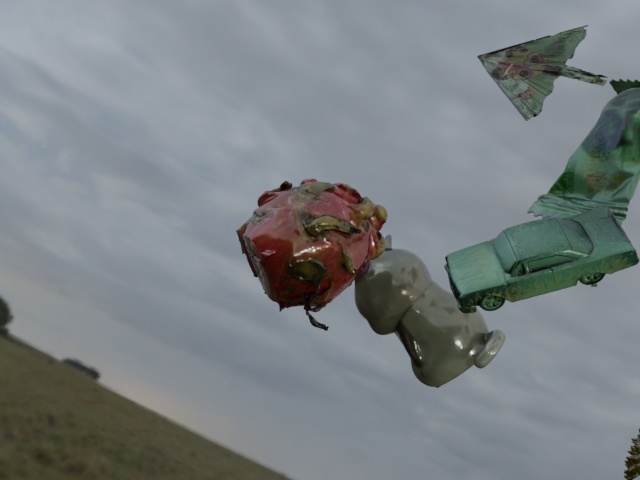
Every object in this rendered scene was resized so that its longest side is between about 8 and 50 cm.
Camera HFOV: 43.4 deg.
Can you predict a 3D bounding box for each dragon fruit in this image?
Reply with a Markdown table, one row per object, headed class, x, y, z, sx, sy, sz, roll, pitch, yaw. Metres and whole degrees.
| class | x | y | z | sx | sy | sz | roll | pitch | yaw |
| --- | --- | --- | --- | --- | --- | --- | --- | --- | --- |
| dragon fruit | 0.000 | 0.000 | 1.623 | 0.269 | 0.291 | 0.250 | 40 | -32 | 60 |

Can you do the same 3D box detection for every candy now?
| class | x | y | z | sx | sy | sz | roll | pitch | yaw |
| --- | --- | --- | --- | --- | --- | --- | --- | --- | --- |
| candy | 0.643 | -0.184 | 1.762 | 0.172 | 0.398 | 0.263 | 46 | -15 | -18 |

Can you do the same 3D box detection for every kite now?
| class | x | y | z | sx | sy | sz | roll | pitch | yaw |
| --- | --- | --- | --- | --- | --- | --- | --- | --- | --- |
| kite | 0.437 | -0.342 | 1.606 | 0.268 | 0.323 | 0.013 | 17 | -35 | 27 |

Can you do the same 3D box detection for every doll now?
| class | x | y | z | sx | sy | sz | roll | pitch | yaw |
| --- | --- | --- | --- | --- | --- | --- | --- | --- | --- |
| doll | 0.232 | 0.179 | 1.867 | 0.370 | 0.215 | 0.226 | 38 | -51 | 14 |

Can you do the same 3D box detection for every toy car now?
| class | x | y | z | sx | sy | sz | roll | pitch | yaw |
| --- | --- | --- | --- | --- | --- | --- | --- | --- | --- |
| toy car | 0.384 | 0.027 | 1.437 | 0.321 | 0.141 | 0.097 | -16 | -51 | 6 |

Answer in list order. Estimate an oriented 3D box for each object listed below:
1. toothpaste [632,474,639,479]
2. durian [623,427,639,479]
| class | x | y | z | sx | sy | sz | roll | pitch | yaw |
| --- | --- | --- | --- | --- | --- | --- | --- | --- | --- |
| toothpaste | 0.595 | 0.346 | 1.230 | 0.081 | 0.337 | 0.067 | 53 | 7 | -2 |
| durian | 0.765 | 0.468 | 1.742 | 0.166 | 0.306 | 0.172 | 38 | 30 | 16 |
